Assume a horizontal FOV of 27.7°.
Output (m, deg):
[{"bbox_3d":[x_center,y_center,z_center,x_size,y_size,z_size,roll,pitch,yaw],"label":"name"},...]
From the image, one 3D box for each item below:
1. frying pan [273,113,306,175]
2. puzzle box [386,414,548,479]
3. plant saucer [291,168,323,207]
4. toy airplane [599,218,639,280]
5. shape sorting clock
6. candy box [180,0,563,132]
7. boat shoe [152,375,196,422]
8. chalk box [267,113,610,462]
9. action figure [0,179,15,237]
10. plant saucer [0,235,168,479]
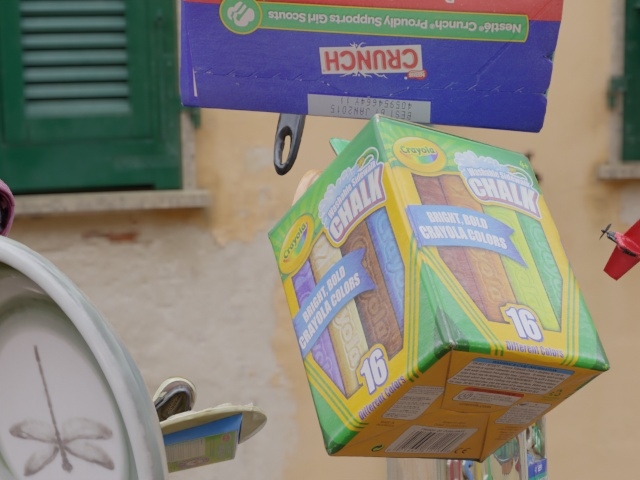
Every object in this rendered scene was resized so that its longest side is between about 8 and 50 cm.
[{"bbox_3d":[0.013,-0.233,1.433,0.197,0.326,0.053,-26,-33,18],"label":"frying pan"},{"bbox_3d":[0.169,0.300,1.389,0.052,0.272,0.409,-3,-4,25],"label":"puzzle box"},{"bbox_3d":[0.000,0.000,1.826,0.037,0.200,0.200,4,10,16],"label":"plant saucer"},{"bbox_3d":[0.467,0.025,1.863,0.151,0.151,0.028,4,38,29],"label":"toy airplane"},{"bbox_3d":[-0.161,0.231,1.502,0.206,0.040,0.206,-13,-22,-5],"label":"shape sorting clock"},{"bbox_3d":[0.054,-0.214,1.022,0.268,0.122,0.317,5,35,7],"label":"candy box"},{"bbox_3d":[-0.252,0.310,1.940,0.080,0.223,0.073,26,0,-3],"label":"boat shoe"},{"bbox_3d":[0.063,0.014,0.816,0.132,0.213,0.132,9,-39,-35],"label":"chalk box"},{"bbox_3d":[-0.420,-0.037,1.423,0.275,0.248,0.370,-21,30,-39],"label":"action figure"},{"bbox_3d":[-0.259,0.179,1.213,0.400,0.400,0.100,6,17,39],"label":"plant saucer"}]
